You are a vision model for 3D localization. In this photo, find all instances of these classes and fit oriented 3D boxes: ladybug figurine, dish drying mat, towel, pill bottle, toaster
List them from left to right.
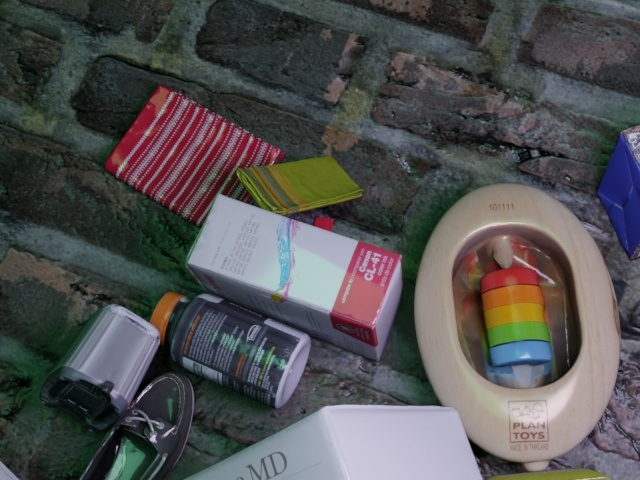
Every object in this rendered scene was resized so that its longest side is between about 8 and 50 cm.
[{"bbox_3d":[-0.340,0.195,1.534,0.129,0.227,0.146,32,57,-11],"label":"toaster"},{"bbox_3d":[-0.229,-0.145,1.753,0.275,0.031,0.198,30,76,15],"label":"towel"},{"bbox_3d":[-0.150,0.164,1.575,0.246,0.130,0.130,22,73,12],"label":"pill bottle"},{"bbox_3d":[-0.030,-0.096,1.636,0.237,0.021,0.102,-15,60,-49],"label":"towel"},{"bbox_3d":[0.000,0.000,1.687,0.032,0.008,0.083,7,70,9],"label":"dish drying mat"},{"bbox_3d":[0.299,0.135,1.525,0.305,0.162,0.449,-2,69,5],"label":"ladybug figurine"}]

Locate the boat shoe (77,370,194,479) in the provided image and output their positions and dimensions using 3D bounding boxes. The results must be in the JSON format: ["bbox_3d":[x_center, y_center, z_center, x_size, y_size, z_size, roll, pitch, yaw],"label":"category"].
[{"bbox_3d":[-0.301,0.352,1.537,0.112,0.095,0.335,24,74,14],"label":"boat shoe"}]

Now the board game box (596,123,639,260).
[{"bbox_3d":[0.615,-0.111,1.550,0.291,0.232,0.141,-19,69,-2],"label":"board game box"}]

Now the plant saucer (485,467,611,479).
[{"bbox_3d":[0.319,0.396,1.435,0.189,0.188,0.045,-6,38,3],"label":"plant saucer"}]

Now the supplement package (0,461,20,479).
[{"bbox_3d":[-0.497,0.465,1.437,0.262,0.145,0.204,37,121,17],"label":"supplement package"}]

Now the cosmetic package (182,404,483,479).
[{"bbox_3d":[0.039,0.457,1.284,0.329,0.327,0.393,-32,65,29],"label":"cosmetic package"}]

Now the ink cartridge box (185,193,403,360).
[{"bbox_3d":[-0.031,0.061,1.551,0.306,0.226,0.131,21,75,11],"label":"ink cartridge box"}]
